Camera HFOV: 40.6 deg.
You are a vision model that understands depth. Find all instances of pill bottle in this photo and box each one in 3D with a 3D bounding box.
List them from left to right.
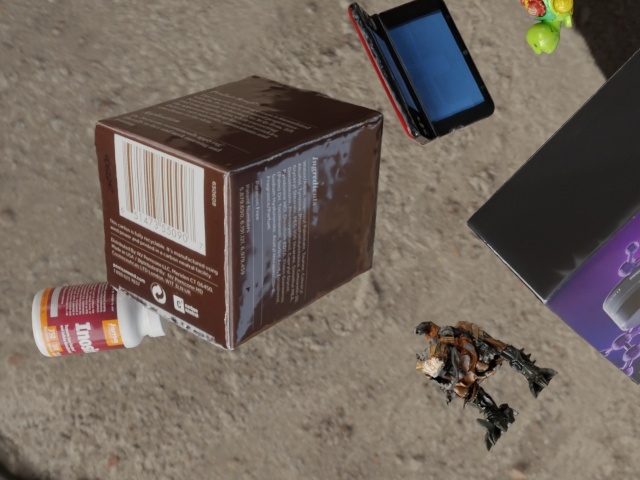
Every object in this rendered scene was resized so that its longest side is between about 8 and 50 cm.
[{"bbox_3d":[-0.269,0.093,1.068,0.151,0.086,0.086,-7,111,0],"label":"pill bottle"}]

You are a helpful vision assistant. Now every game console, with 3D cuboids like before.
[{"bbox_3d":[0.103,-0.177,0.853,0.085,0.124,0.144,-27,85,14],"label":"game console"}]

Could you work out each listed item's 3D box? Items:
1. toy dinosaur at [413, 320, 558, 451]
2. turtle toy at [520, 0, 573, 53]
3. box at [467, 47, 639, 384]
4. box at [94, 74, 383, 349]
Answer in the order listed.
[{"bbox_3d":[0.262,0.198,1.435,0.322,0.218,0.164,-30,155,-50],"label":"toy dinosaur"},{"bbox_3d":[0.299,-0.314,1.146,0.066,0.095,0.130,-8,94,17],"label":"turtle toy"},{"bbox_3d":[0.265,-0.041,0.626,0.261,0.103,0.184,-46,137,10],"label":"box"},{"bbox_3d":[-0.070,-0.036,0.793,0.203,0.168,0.167,-26,128,-43],"label":"box"}]
